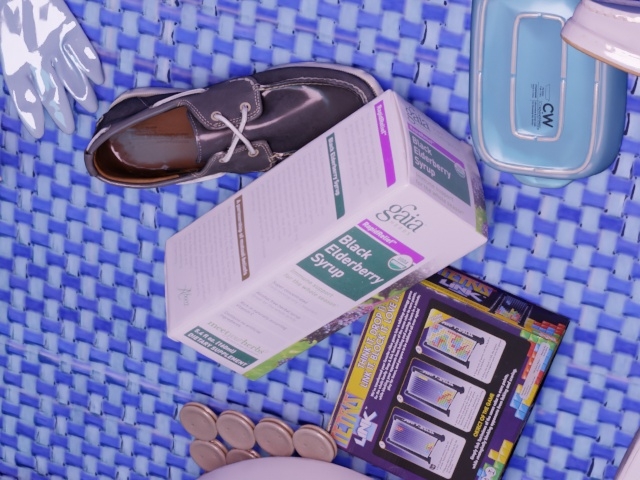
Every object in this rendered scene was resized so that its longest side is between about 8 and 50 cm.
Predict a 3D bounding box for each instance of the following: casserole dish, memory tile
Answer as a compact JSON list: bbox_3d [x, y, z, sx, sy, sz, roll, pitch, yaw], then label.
[{"bbox_3d":[0.156,-0.119,1.230,0.114,0.037,0.188,7,115,18],"label":"casserole dish"},{"bbox_3d":[-0.044,0.183,1.420,0.148,0.012,0.113,8,128,30],"label":"memory tile"}]

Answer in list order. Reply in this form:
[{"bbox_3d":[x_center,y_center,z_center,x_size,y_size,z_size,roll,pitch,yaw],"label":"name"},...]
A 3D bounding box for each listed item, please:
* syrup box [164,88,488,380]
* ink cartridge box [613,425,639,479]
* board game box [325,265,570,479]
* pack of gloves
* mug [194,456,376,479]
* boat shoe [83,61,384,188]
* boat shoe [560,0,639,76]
[{"bbox_3d":[0.000,0.000,1.287,0.237,0.096,0.093,-32,136,29],"label":"syrup box"},{"bbox_3d":[0.321,0.125,1.243,0.159,0.092,0.218,26,117,8],"label":"ink cartridge box"},{"bbox_3d":[0.095,0.109,1.345,0.141,0.048,0.170,25,119,11],"label":"board game box"},{"bbox_3d":[-0.292,-0.153,1.350,0.195,0.046,0.232,-32,98,-5],"label":"pack of gloves"},{"bbox_3d":[-0.001,0.351,1.268,0.374,0.328,0.276,-14,113,19],"label":"mug"},{"bbox_3d":[-0.064,-0.079,1.306,0.233,0.079,0.084,-6,110,20],"label":"boat shoe"},{"bbox_3d":[0.298,-0.141,1.137,0.277,0.098,0.096,9,110,3],"label":"boat shoe"}]
